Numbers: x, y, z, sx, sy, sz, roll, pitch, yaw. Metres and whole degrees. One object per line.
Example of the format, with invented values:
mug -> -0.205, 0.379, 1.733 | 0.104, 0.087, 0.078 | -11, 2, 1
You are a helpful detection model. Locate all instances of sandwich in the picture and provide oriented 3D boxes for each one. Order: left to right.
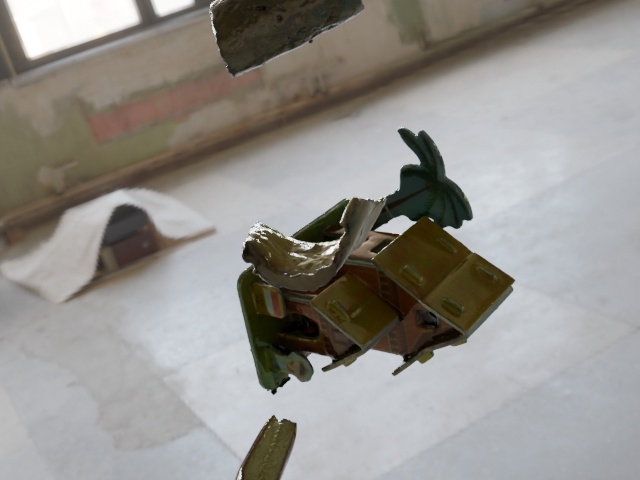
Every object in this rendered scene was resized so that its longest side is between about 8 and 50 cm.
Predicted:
sandwich -> -0.042, 0.165, 0.738 | 0.031, 0.044, 0.083 | 25, 28, 4

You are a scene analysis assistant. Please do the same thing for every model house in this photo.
model house -> 0.087, 0.039, 1.505 | 0.323, 0.340, 0.300 | 8, 30, 35

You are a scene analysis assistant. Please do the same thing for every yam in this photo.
yam -> -0.049, -0.288, 1.294 | 0.194, 0.107, 0.107 | -29, 21, -2

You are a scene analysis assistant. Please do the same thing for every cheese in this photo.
cheese -> 0.001, 0.001, 0.592 | 0.084, 0.041, 0.060 | -19, 9, 7
